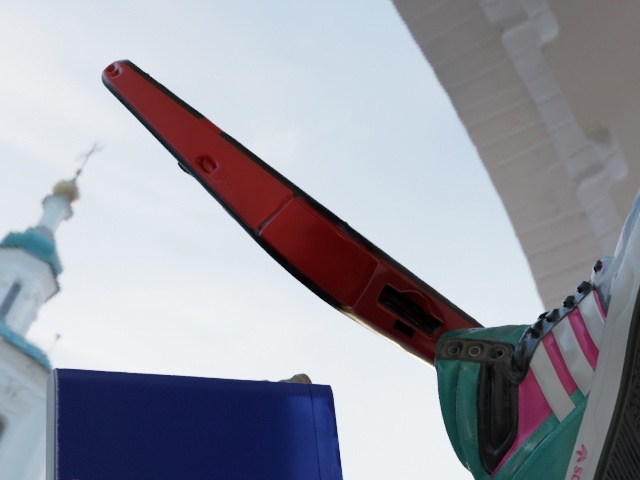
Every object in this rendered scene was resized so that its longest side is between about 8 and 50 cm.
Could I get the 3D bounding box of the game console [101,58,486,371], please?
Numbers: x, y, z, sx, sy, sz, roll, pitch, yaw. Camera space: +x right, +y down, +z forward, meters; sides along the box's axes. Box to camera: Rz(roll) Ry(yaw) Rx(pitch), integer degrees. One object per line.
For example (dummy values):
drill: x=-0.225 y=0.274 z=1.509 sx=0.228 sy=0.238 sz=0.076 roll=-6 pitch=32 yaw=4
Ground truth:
game console: x=0.000 y=0.000 z=0.966 sx=0.060 sy=0.342 sz=0.386 roll=-53 pitch=-40 yaw=1

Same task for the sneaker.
sneaker: x=0.181 y=0.071 z=0.790 sx=0.178 sy=0.295 sz=0.124 roll=14 pitch=-8 yaw=45

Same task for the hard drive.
hard drive: x=-0.124 y=0.246 z=1.102 sx=0.319 sy=0.210 sz=0.040 roll=7 pitch=-29 yaw=-27

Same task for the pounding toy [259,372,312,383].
pounding toy: x=-0.114 y=0.299 z=1.601 sx=0.155 sy=0.154 sz=0.269 roll=-6 pitch=-11 yaw=-29
